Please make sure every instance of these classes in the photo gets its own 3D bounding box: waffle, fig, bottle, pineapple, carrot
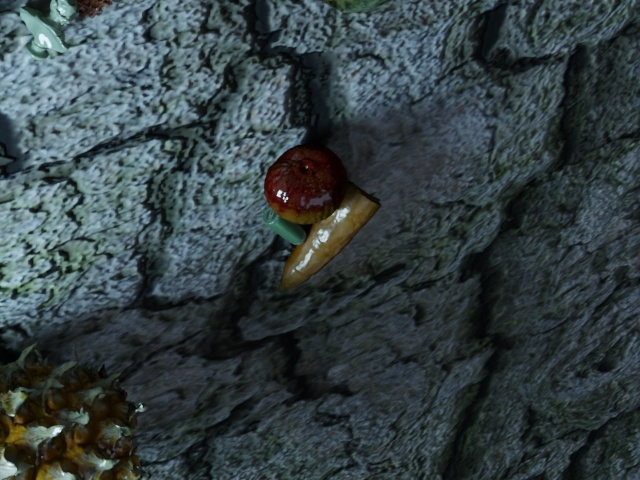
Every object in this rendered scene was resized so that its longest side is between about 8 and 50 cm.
[{"bbox_3d":[-0.269,-0.299,1.769,0.075,0.029,0.083,-35,136,-13],"label":"waffle"},{"bbox_3d":[-0.022,-0.079,2.142,0.119,0.119,0.153,-46,-176,-1],"label":"fig"},{"bbox_3d":[-0.051,-0.020,2.199,0.030,0.030,0.083,-48,142,2],"label":"bottle"},{"bbox_3d":[-0.403,0.292,1.921,0.300,0.352,0.352,11,115,-38],"label":"pineapple"},{"bbox_3d":[0.000,0.000,2.244,0.205,0.072,0.072,-49,141,13],"label":"carrot"}]

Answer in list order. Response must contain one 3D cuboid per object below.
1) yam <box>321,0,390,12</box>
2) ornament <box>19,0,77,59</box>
[{"bbox_3d":[0.115,-0.409,1.887,0.300,0.195,0.195,-27,137,-22],"label":"yam"},{"bbox_3d":[-0.311,-0.247,1.751,0.068,0.092,0.041,60,30,-14],"label":"ornament"}]
